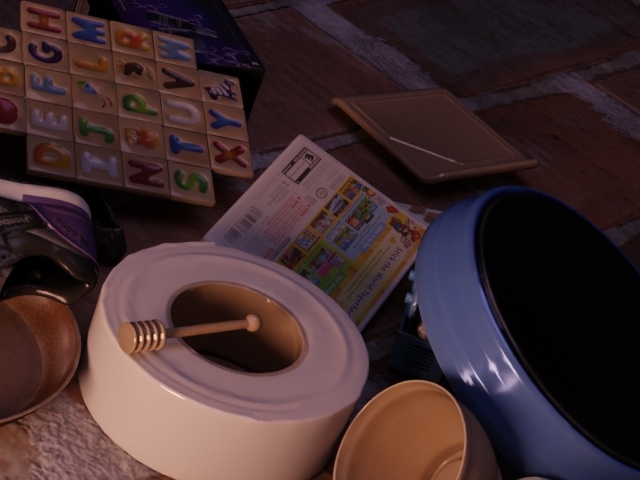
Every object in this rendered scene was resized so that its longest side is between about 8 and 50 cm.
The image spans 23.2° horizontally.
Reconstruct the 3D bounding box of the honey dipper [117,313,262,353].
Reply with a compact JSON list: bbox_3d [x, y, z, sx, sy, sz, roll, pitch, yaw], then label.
[{"bbox_3d":[-0.120,0.087,1.498,0.161,0.030,0.030,-4,39,-40],"label":"honey dipper"}]

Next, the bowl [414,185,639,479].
[{"bbox_3d":[0.268,0.109,1.668,0.391,0.077,0.391,31,37,-28],"label":"bowl"}]

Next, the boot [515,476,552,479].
[{"bbox_3d":[0.282,0.345,1.506,0.244,0.088,0.176,19,45,-21],"label":"boot"}]

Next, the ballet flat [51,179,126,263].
[{"bbox_3d":[-0.260,-0.040,1.777,0.057,0.049,0.173,-2,38,-36],"label":"ballet flat"}]

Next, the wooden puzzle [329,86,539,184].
[{"bbox_3d":[0.160,-0.146,2.219,0.221,0.044,0.239,-10,39,-41],"label":"wooden puzzle"}]

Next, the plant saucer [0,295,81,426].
[{"bbox_3d":[-0.388,0.089,1.498,0.311,0.050,0.310,17,32,-11],"label":"plant saucer"}]

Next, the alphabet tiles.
[{"bbox_3d":[-0.248,-0.168,1.879,0.343,0.011,0.285,10,48,-23],"label":"alphabet tiles"}]

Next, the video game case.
[{"bbox_3d":[0.000,0.000,1.814,0.206,0.026,0.227,37,48,4],"label":"video game case"}]

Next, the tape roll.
[{"bbox_3d":[-0.098,0.123,1.579,0.286,0.100,0.286,15,32,-10],"label":"tape roll"}]

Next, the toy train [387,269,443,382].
[{"bbox_3d":[0.130,0.077,1.786,0.080,0.105,0.184,20,31,1],"label":"toy train"}]

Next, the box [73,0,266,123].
[{"bbox_3d":[-0.210,-0.270,2.119,0.184,0.103,0.261,5,35,-31],"label":"box"}]

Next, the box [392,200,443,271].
[{"bbox_3d":[0.097,-0.006,1.933,0.324,0.067,0.063,12,33,-18],"label":"box"}]

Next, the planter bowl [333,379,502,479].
[{"bbox_3d":[0.108,0.230,1.509,0.109,0.162,0.162,32,20,-38],"label":"planter bowl"}]

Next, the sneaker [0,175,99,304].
[{"bbox_3d":[-0.351,-0.002,1.523,0.283,0.107,0.124,6,40,-25],"label":"sneaker"}]
